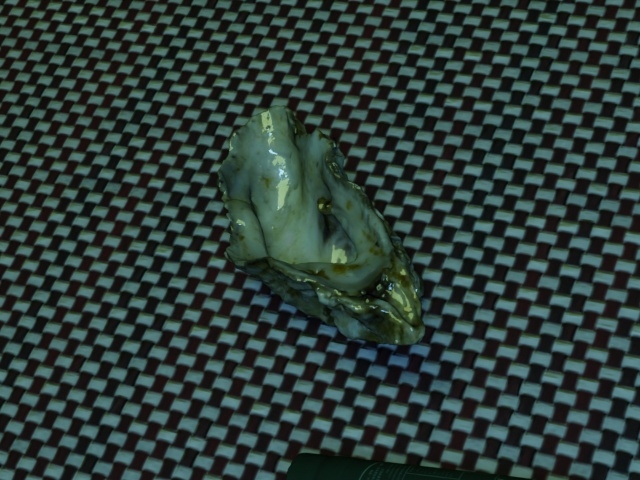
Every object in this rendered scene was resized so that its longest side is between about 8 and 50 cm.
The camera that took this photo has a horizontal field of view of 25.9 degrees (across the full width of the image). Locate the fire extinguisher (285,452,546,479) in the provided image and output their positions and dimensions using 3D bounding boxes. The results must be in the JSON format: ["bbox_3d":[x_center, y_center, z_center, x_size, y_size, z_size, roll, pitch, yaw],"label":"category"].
[{"bbox_3d":[0.121,0.236,1.100,0.311,0.095,0.114,3,43,19],"label":"fire extinguisher"}]

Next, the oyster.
[{"bbox_3d":[0.003,0.001,1.299,0.166,0.110,0.341,-39,51,-17],"label":"oyster"}]
